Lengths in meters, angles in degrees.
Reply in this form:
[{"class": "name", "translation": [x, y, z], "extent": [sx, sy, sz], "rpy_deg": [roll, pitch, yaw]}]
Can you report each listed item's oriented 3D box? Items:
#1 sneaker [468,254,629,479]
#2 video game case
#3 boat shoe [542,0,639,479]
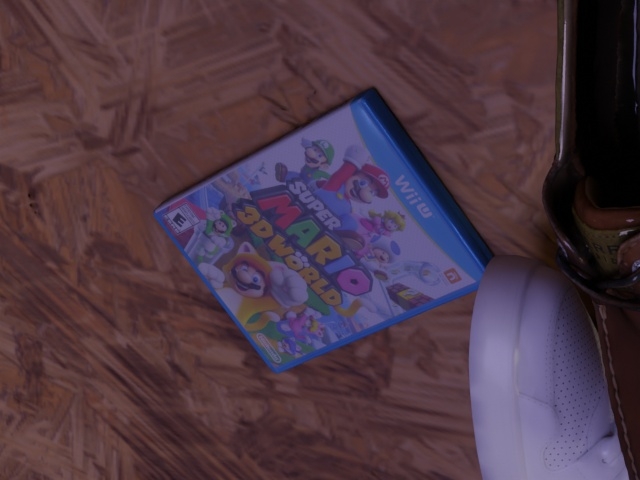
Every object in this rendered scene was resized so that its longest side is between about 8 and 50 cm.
[{"class": "sneaker", "translation": [0.180, 0.124, 0.849], "extent": [0.169, 0.108, 0.292], "rpy_deg": [1, 132, 28]}, {"class": "video game case", "translation": [0.000, 0.000, 0.917], "extent": [0.166, 0.015, 0.119], "rpy_deg": [-26, 106, 39]}, {"class": "boat shoe", "translation": [0.138, -0.010, 0.706], "extent": [0.111, 0.104, 0.307], "rpy_deg": [5, 104, 50]}]
